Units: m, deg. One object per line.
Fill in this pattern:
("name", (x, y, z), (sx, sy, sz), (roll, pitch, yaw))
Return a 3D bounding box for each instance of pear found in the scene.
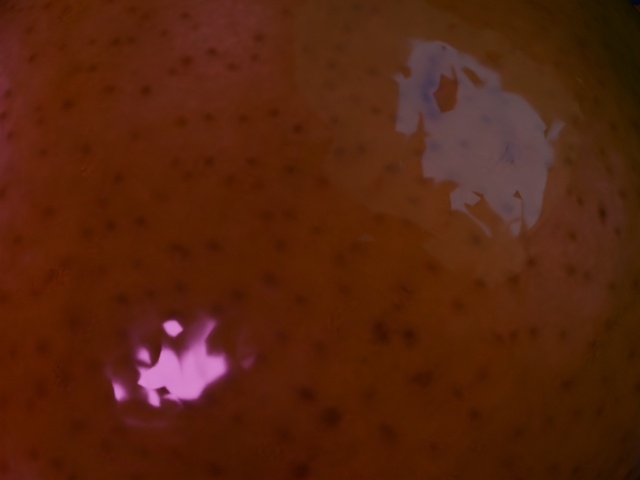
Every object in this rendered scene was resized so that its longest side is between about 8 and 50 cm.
("pear", (0.000, 0.000, 0.617), (0.362, 0.362, 0.418), (38, 49, -13))
